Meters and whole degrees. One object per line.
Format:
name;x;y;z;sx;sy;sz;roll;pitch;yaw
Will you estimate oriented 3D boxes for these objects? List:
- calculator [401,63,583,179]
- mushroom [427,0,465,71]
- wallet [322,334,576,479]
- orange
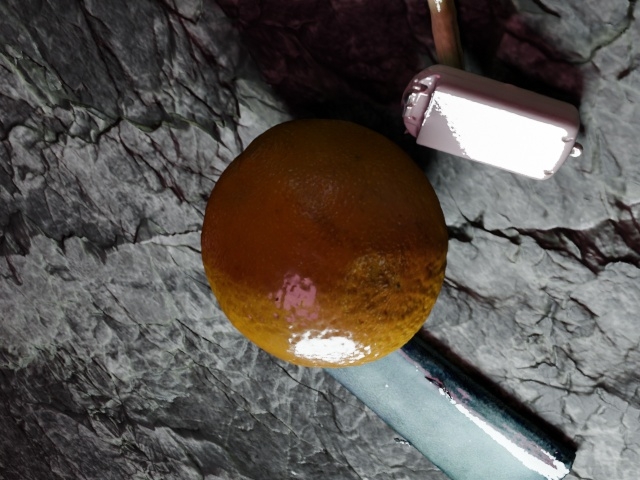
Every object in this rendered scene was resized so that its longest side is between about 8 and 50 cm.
calculator;0.159;-0.108;1.129;0.175;0.032;0.100;17;147;0
mushroom;0.113;-0.204;1.089;0.061;0.060;0.187;3;142;21
wallet;0.130;0.201;1.530;0.379;0.046;0.190;38;144;5
orange;0.000;0.000;1.256;0.264;0.264;0.264;25;143;21
